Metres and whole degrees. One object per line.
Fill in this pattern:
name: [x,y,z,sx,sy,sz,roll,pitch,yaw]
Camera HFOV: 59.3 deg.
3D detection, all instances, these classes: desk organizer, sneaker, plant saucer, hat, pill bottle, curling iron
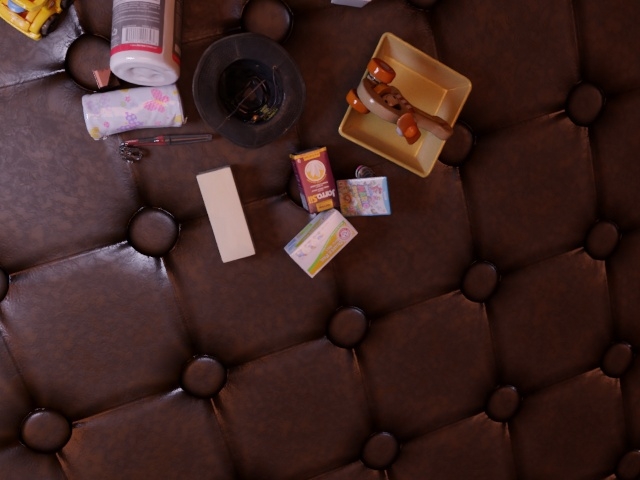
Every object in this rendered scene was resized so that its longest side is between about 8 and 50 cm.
desk organizer: [-0.573,-0.435,1.515,0.050,0.130,0.047,-19,105,-11]
sneaker: [0.174,-0.164,1.779,0.063,0.075,0.170,-34,108,-8]
plant saucer: [0.254,-0.412,1.744,0.332,0.081,0.333,24,95,-18]
hat: [-0.210,-0.435,1.601,0.331,0.134,0.331,-11,122,-19]
pill bottle: [-0.449,-0.583,1.466,0.176,0.176,0.319,3,84,-14]
curling iron: [-0.449,-0.276,1.629,0.274,0.035,0.068,-14,109,-10]

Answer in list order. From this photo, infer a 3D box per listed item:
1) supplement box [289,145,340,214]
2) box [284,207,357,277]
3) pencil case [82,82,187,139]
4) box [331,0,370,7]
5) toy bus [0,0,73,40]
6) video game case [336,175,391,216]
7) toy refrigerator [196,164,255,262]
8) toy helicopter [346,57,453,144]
supplement box: [-0.017,-0.186,1.727,0.104,0.081,0.188,-18,106,-9]
box: [0.000,0.000,1.755,0.203,0.114,0.103,-45,108,-2]
pencil case: [-0.513,-0.358,1.554,0.273,0.113,0.124,-13,101,-11]
box: [0.092,-0.732,1.625,0.102,0.101,0.087,2,102,-12]
toy bus: [-0.718,-0.629,1.398,0.149,0.211,0.220,35,94,-19]
video game case: [0.135,-0.136,1.758,0.166,0.015,0.119,-2,105,26]
toy refrigerator: [-0.279,-0.082,1.684,0.102,0.094,0.269,-16,105,-3]
toy helicopter: [0.257,-0.359,1.613,0.355,0.235,0.140,15,128,-33]
